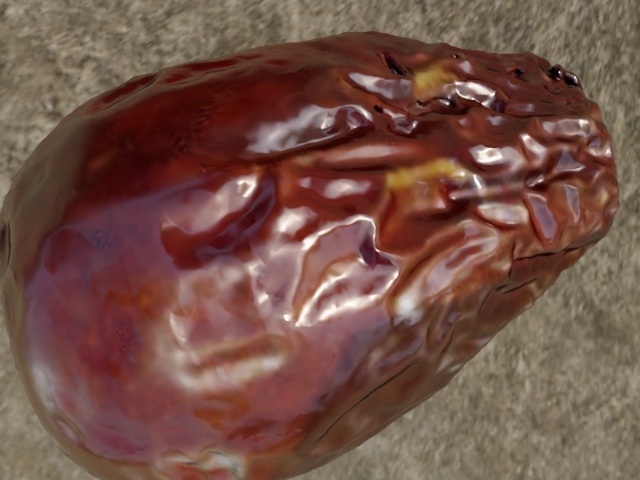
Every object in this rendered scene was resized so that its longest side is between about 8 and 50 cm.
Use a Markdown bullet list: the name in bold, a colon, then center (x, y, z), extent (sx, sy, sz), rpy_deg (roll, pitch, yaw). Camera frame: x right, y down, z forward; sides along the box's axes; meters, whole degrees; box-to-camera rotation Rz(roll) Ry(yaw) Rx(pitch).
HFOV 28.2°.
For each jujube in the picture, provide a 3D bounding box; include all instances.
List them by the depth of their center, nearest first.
- **jujube**: center (0.000, 0.000, 0.472), extent (0.236, 0.168, 0.168), rpy_deg (-18, 110, -14)
